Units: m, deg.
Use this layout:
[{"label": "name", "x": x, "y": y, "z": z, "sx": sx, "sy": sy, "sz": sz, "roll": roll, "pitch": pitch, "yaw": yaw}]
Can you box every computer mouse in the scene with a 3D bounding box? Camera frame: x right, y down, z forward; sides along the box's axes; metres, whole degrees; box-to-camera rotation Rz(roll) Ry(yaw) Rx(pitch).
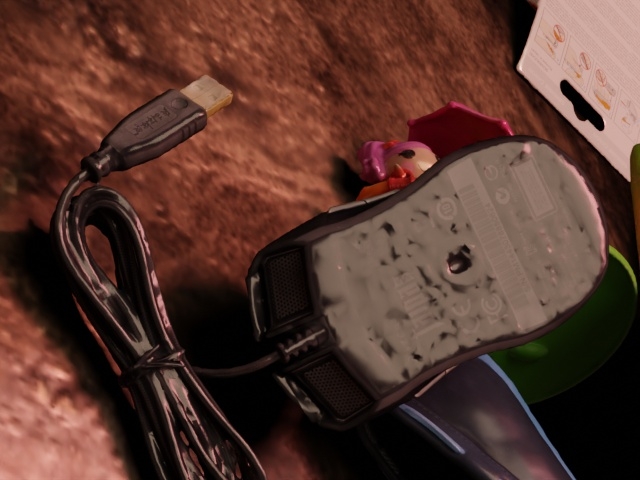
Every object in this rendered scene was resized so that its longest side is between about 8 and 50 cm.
[{"label": "computer mouse", "x": 0.000, "y": 0.000, "z": 0.763, "sx": 0.262, "sy": 0.060, "sz": 0.184, "roll": -31, "pitch": 92, "yaw": -26}]

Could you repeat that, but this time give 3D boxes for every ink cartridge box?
[{"label": "ink cartridge box", "x": 0.199, "y": -0.149, "z": 1.275, "sx": 0.145, "sy": 0.045, "sz": 0.179, "roll": 40, "pitch": 54, "yaw": -29}]

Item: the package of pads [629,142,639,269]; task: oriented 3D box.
[{"label": "package of pads", "x": 0.253, "y": 0.081, "z": 0.976, "sx": 0.296, "sy": 0.101, "sz": 0.229, "roll": -67, "pitch": 142, "yaw": -67}]

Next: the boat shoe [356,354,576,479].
[{"label": "boat shoe", "x": 0.098, "y": 0.173, "z": 0.806, "sx": 0.258, "sy": 0.109, "sz": 0.089, "roll": 49, "pitch": 36, "yaw": 15}]

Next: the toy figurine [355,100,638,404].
[{"label": "toy figurine", "x": 0.068, "y": -0.010, "z": 0.918, "sx": 0.173, "sy": 0.130, "sz": 0.159, "roll": 8, "pitch": 39, "yaw": -23}]
